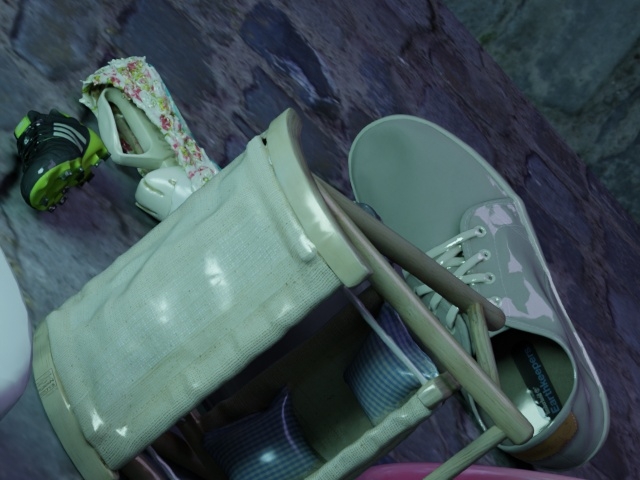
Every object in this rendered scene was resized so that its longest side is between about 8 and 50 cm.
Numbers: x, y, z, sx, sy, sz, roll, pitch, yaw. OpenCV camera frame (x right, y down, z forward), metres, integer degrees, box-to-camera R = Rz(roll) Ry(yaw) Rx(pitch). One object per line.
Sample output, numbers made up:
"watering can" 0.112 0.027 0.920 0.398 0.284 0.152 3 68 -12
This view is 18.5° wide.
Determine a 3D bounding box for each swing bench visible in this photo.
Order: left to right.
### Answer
"swing bench" -0.032 0.092 1.392 0.254 0.253 0.165 42 19 -23

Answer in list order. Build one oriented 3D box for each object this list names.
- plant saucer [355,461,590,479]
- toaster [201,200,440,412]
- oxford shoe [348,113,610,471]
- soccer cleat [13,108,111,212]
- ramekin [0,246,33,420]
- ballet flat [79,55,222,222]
"plant saucer" 0.182 0.257 1.623 0.332 0.084 0.332 8 3 0
"toaster" -0.023 0.080 1.554 0.129 0.227 0.146 -84 149 -65
"oxford shoe" 0.165 0.048 2.135 0.449 0.169 0.130 61 21 17
"soccer cleat" -0.222 -0.069 1.597 0.072 0.060 0.179 39 11 -3
"ramekin" -0.288 0.032 1.083 0.277 0.135 0.277 45 18 -19
"ballet flat" -0.145 -0.066 1.765 0.077 0.091 0.241 -12 54 -36
